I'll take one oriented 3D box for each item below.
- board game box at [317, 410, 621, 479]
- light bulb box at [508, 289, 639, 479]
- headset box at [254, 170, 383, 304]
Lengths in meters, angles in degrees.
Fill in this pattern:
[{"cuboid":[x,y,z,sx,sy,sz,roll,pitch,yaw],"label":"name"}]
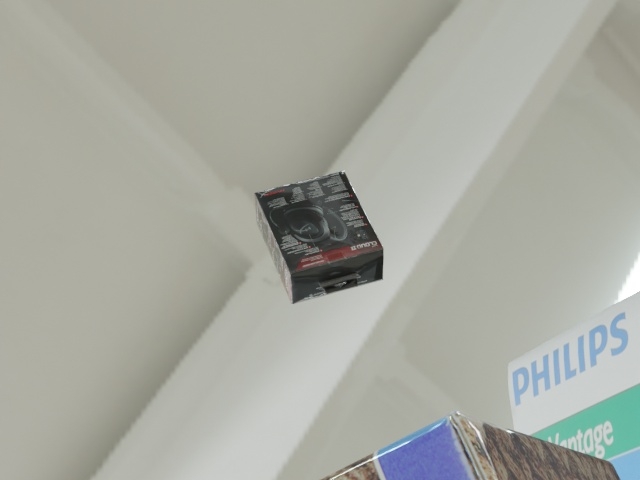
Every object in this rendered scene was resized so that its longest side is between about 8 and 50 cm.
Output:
[{"cuboid":[-0.018,0.194,0.484,0.141,0.291,0.232,67,-166,20],"label":"board game box"},{"cuboid":[0.378,0.153,0.957,0.361,0.358,0.225,6,-113,-22],"label":"light bulb box"},{"cuboid":[0.000,0.000,0.866,0.062,0.083,0.032,-15,-41,-12],"label":"headset box"}]
